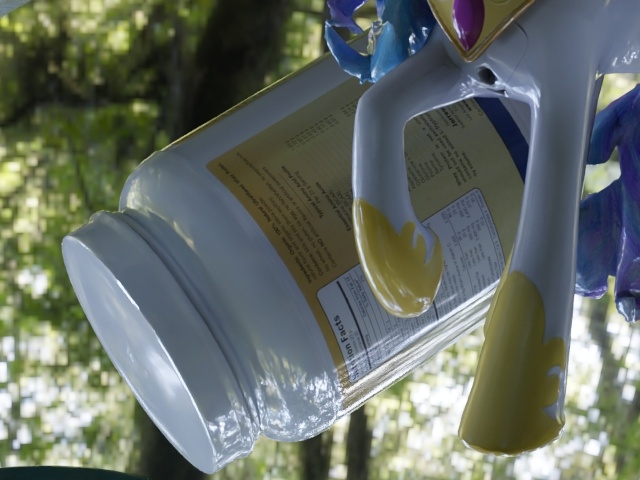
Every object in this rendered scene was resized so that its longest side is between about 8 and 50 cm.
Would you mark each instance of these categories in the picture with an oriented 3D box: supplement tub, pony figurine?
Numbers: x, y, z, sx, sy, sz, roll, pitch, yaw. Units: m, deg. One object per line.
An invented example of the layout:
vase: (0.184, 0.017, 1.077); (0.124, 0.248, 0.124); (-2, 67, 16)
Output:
supplement tub: (0.000, 0.000, 1.164); (0.316, 0.228, 0.228); (-32, -134, -18)
pony figurine: (0.145, -0.119, 0.787); (0.302, 0.364, 0.351); (12, -160, 41)

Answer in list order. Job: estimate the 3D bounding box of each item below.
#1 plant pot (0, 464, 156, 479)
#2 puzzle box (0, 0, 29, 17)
plant pot: (-0.089, 0.215, 0.510); (0.293, 0.235, 0.293); (8, -144, -5)
puzzle box: (-0.247, -0.104, 0.806); (0.408, 0.052, 0.272); (-29, -173, 3)
